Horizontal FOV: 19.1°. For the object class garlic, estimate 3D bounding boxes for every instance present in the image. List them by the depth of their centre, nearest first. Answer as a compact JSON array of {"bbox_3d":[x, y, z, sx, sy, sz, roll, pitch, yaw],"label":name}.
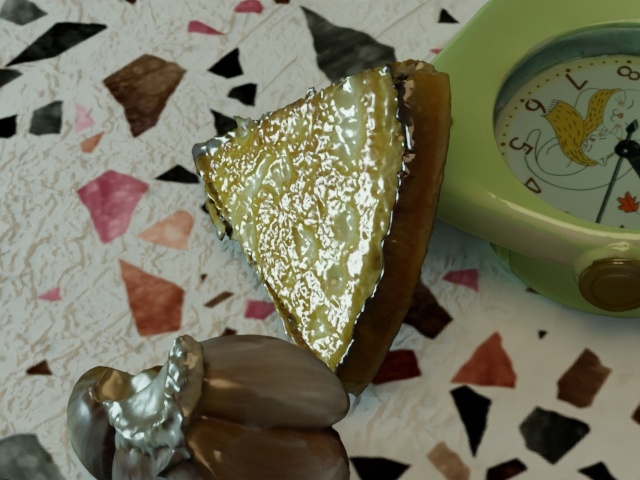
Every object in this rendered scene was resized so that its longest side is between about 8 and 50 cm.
[{"bbox_3d":[-0.081,0.159,1.372,0.191,0.214,0.160,21,60,-37],"label":"garlic"}]

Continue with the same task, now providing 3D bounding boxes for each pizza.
[{"bbox_3d":[0.000,0.000,1.511,0.074,0.287,0.251,11,75,-36],"label":"pizza"}]

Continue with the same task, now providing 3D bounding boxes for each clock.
[{"bbox_3d":[0.245,-0.062,1.560,0.348,0.117,0.286,30,58,23],"label":"clock"}]

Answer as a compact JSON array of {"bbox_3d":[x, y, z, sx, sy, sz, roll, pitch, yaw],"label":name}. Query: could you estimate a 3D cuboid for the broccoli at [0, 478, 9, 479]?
[{"bbox_3d":[-0.322,0.297,1.231,0.361,0.252,0.221,-36,52,-7],"label":"broccoli"}]
